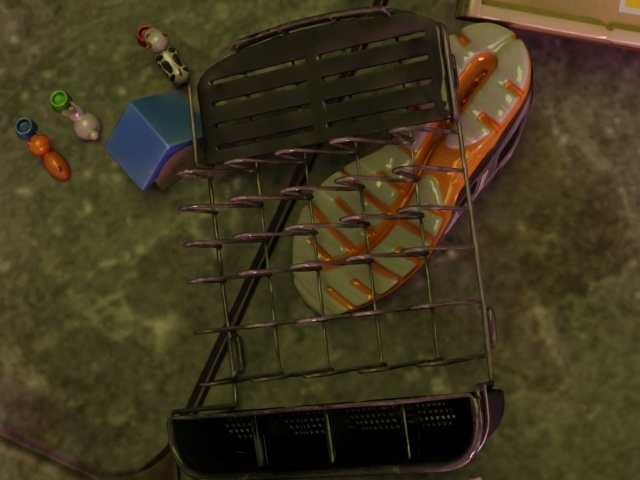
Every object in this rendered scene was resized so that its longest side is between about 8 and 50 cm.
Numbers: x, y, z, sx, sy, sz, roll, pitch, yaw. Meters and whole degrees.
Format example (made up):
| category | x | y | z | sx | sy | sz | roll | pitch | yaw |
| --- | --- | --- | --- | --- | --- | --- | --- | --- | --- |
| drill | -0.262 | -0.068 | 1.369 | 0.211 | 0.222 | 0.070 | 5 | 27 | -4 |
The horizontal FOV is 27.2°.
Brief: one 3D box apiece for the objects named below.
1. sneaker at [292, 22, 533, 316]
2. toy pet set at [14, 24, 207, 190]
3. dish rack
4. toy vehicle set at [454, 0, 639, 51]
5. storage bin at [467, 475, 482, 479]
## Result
| category | x | y | z | sx | sy | sz | roll | pitch | yaw |
| --- | --- | --- | --- | --- | --- | --- | --- | --- | --- |
| sneaker | 0.066 | -0.036 | 0.843 | 0.084 | 0.083 | 0.215 | 44 | 101 | 19 |
| toy pet set | -0.136 | -0.085 | 0.883 | 0.122 | 0.065 | 0.114 | -40 | 73 | -6 |
| dish rack | 0.000 | 0.000 | 0.785 | 0.208 | 0.074 | 0.272 | -9 | 86 | 29 |
| toy vehicle set | 0.227 | -0.199 | 0.828 | 0.266 | 0.035 | 0.166 | 9 | 94 | -8 |
| storage bin | 0.098 | 0.307 | 0.712 | 0.260 | 0.123 | 0.262 | -45 | 74 | -7 |
